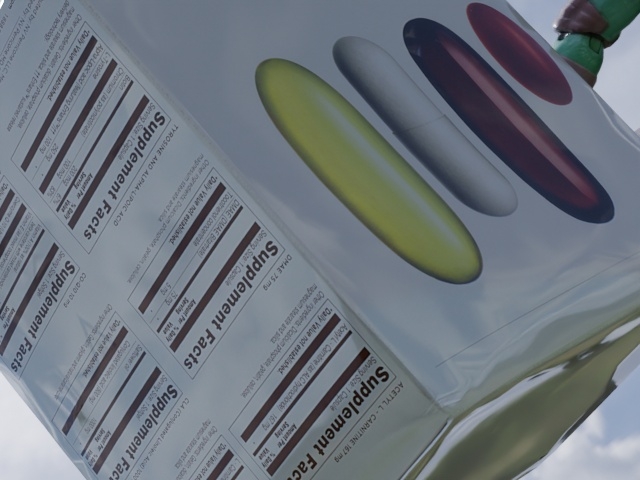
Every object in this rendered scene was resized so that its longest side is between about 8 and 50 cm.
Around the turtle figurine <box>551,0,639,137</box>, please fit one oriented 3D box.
[{"bbox_3d":[0.181,-0.161,0.862,0.118,0.175,0.234,-63,-7,-89],"label":"turtle figurine"}]

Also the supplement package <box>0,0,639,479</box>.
[{"bbox_3d":[0.000,0.000,0.604,0.194,0.203,0.149,-23,-24,-48],"label":"supplement package"}]
